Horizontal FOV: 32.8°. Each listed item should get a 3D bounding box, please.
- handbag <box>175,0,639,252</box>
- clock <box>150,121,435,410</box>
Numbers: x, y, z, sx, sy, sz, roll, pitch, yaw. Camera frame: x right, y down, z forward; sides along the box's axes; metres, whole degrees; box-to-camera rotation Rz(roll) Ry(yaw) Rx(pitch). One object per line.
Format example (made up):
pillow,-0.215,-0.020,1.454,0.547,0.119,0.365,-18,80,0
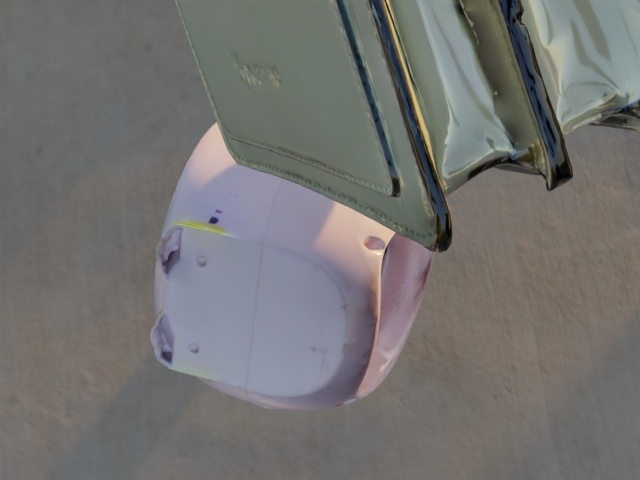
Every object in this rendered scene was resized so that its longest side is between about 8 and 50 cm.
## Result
handbag,0.019,-0.158,0.604,0.160,0.236,0.358,-28,19,-13
clock,0.000,0.000,1.209,0.250,0.376,0.368,15,120,11
